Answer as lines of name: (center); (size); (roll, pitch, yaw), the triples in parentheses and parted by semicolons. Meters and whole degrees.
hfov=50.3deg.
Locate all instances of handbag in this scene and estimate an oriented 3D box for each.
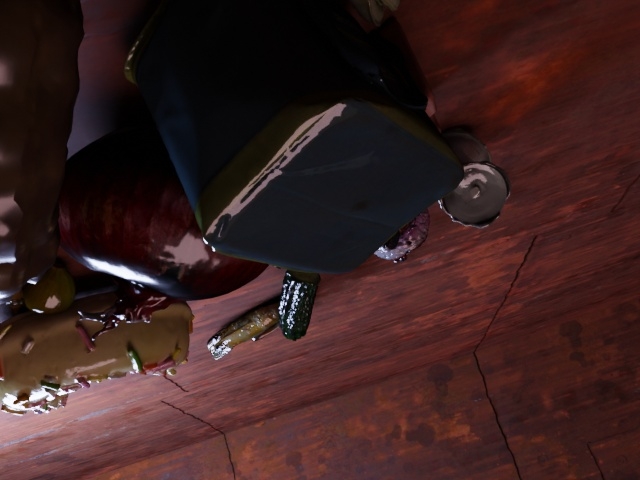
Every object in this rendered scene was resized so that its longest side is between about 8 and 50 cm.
handbag: (-0.024, -0.116, 0.656); (0.222, 0.241, 0.263); (-44, 148, 26)

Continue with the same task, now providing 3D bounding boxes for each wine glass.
wine glass: (0.204, -0.085, 0.976); (0.122, 0.122, 0.183); (-23, -162, 10)

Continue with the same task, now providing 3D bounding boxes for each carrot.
carrot: (-0.480, 0.082, 1.059); (0.049, 0.049, 0.254); (-11, 160, -17)

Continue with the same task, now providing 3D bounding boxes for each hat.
hat: (0.090, -0.065, 1.098); (0.227, 0.129, 0.140); (37, 81, -44)

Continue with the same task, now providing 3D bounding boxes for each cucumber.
cucumber: (-0.050, 0.135, 1.399); (0.077, 0.077, 0.265); (-10, 144, -19)

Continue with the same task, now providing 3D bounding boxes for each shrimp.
shrimp: (-0.138, 0.194, 1.551); (0.253, 0.058, 0.173); (-32, 162, 22)

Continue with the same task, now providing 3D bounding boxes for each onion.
onion: (-0.187, 0.003, 0.806); (0.273, 0.284, 0.273); (17, 180, 0)

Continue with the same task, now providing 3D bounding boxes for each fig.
fig: (-0.412, 0.071, 1.045); (0.074, 0.074, 0.088); (4, 126, -42)

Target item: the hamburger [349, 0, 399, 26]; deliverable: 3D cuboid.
hamburger: (0.042, -0.250, 0.639); (0.054, 0.084, 0.121); (-27, 158, 14)

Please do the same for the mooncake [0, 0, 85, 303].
mooncake: (-0.267, -0.113, 0.427); (0.187, 0.323, 0.324); (-2, 152, -33)

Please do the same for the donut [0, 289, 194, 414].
donut: (-0.408, 0.196, 1.196); (0.372, 0.150, 0.307); (-18, 164, -1)

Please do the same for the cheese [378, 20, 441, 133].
cheese: (0.049, -0.136, 0.843); (0.177, 0.128, 0.203); (-22, 158, 7)
